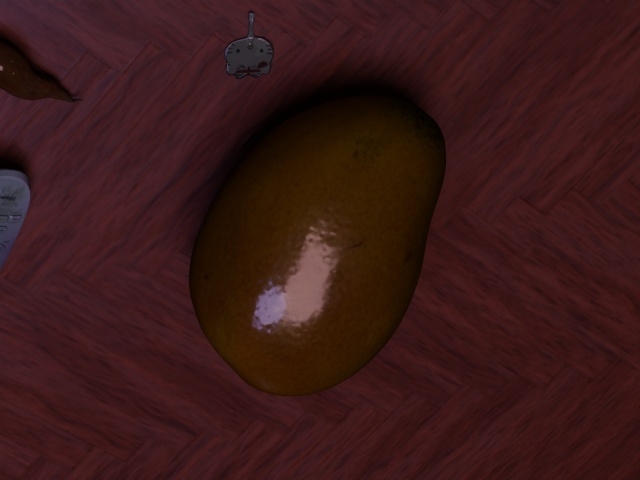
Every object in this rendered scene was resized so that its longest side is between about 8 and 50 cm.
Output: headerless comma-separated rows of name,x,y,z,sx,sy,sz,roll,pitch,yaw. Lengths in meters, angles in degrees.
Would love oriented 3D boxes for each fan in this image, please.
fan,-0.080,-0.219,1.856,0.056,0.004,0.083,-4,124,-9

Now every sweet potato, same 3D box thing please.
sweet potato,-0.343,-0.187,1.793,0.195,0.056,0.056,26,114,-33

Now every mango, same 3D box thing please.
mango,0.000,0.000,1.898,0.263,0.221,0.378,27,104,-22

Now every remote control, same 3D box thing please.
remote control,-0.410,0.011,1.908,0.097,0.045,0.256,8,125,-41
